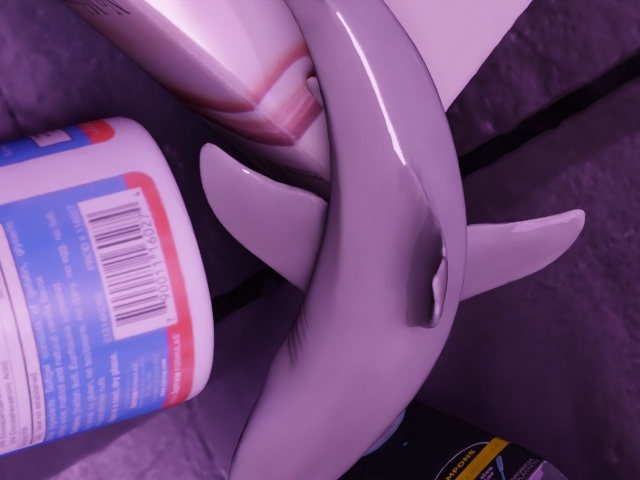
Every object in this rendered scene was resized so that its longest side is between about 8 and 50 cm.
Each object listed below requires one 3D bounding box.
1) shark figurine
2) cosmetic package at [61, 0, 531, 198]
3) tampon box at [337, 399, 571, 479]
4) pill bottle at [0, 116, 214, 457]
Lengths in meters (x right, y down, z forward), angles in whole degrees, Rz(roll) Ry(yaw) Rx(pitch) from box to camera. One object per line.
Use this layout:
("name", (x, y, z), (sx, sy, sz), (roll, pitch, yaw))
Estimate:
("shark figurine", (0.010, -0.025, 0.622), (0.166, 0.116, 0.278), (-18, 117, 0))
("cosmetic package", (-0.072, -0.157, 0.710), (0.296, 0.153, 0.129), (39, 84, -19))
("tampon box", (0.059, 0.153, 0.788), (0.101, 0.161, 0.120), (43, 79, -19))
("pill bottle", (-0.164, 0.034, 0.710), (0.222, 0.124, 0.124), (-15, 101, -18))
